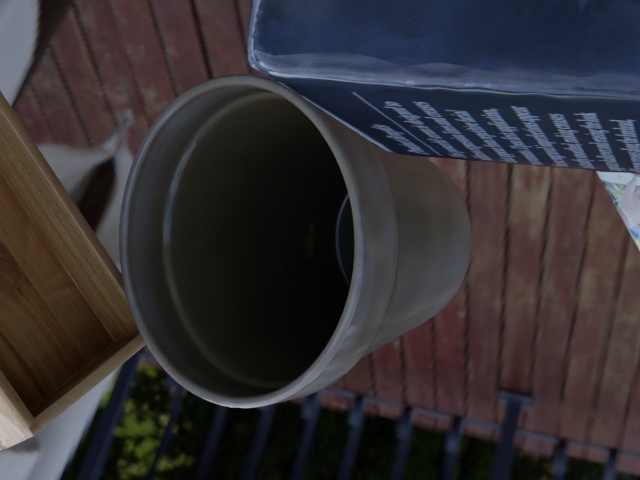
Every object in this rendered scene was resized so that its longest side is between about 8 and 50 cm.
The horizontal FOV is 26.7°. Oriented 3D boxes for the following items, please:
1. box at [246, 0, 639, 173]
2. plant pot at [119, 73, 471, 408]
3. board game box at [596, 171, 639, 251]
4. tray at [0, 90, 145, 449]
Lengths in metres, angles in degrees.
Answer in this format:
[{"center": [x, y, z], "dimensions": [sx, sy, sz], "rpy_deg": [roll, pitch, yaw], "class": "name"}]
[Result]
[{"center": [0.202, -0.172, 0.491], "dimensions": [0.395, 0.293, 0.212], "rpy_deg": [6, 177, 16], "class": "box"}, {"center": [0.000, 0.000, 1.392], "dimensions": [0.323, 0.323, 0.280], "rpy_deg": [-8, 175, 39], "class": "plant pot"}, {"center": [0.369, -0.007, 1.045], "dimensions": [0.224, 0.097, 0.303], "rpy_deg": [-21, 101, 52], "class": "board game box"}, {"center": [-0.352, -0.019, 1.342], "dimensions": [0.076, 0.203, 0.411], "rpy_deg": [-25, 101, 41], "class": "tray"}]
